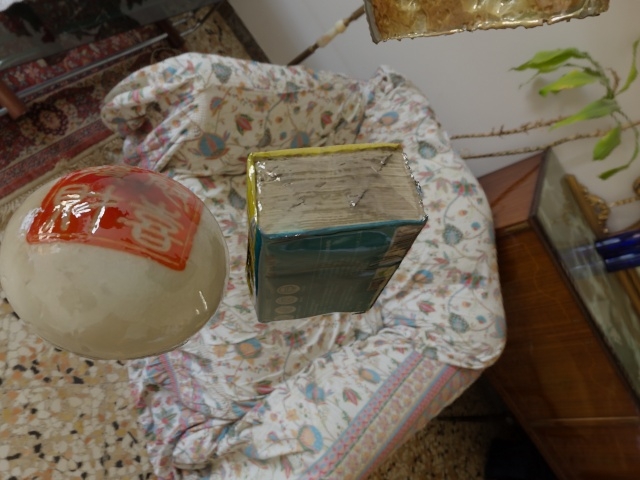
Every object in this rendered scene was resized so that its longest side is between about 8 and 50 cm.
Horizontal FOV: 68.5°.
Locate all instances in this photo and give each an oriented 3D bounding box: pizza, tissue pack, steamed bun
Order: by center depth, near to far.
[{"bbox_3d":[0.107,-0.253,0.348,0.080,0.188,0.204,-40,121,-31],"label":"pizza"},{"bbox_3d":[0.000,0.000,0.613,0.192,0.271,0.134,-4,61,-12],"label":"tissue pack"},{"bbox_3d":[-0.329,0.010,0.806,0.375,0.241,0.374,20,34,-14],"label":"steamed bun"}]
